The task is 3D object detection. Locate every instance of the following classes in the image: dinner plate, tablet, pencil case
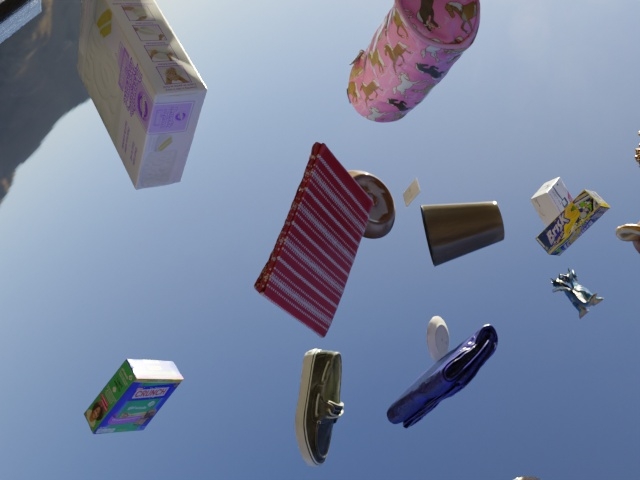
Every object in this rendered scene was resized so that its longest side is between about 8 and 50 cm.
[{"bbox_3d":[0.363,0.301,1.680,0.017,0.141,0.141,-7,-132,38],"label":"dinner plate"},{"bbox_3d":[0.276,-0.146,1.684,0.083,0.006,0.054,126,-37,-49],"label":"tablet"},{"bbox_3d":[0.167,-0.367,1.088,0.386,0.167,0.159,148,-46,-76],"label":"pencil case"}]

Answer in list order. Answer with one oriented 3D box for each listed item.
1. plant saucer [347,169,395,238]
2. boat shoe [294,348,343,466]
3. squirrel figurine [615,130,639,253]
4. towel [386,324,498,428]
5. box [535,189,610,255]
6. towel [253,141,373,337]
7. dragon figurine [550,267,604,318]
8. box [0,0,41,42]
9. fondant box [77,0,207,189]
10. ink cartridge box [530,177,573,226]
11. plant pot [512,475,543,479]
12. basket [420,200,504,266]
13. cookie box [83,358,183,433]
[{"bbox_3d":[0.123,-0.101,1.426,0.036,0.199,0.198,-36,-152,50],"label":"plant saucer"},{"bbox_3d":[0.006,0.481,1.607,0.119,0.121,0.334,-11,-110,32],"label":"boat shoe"},{"bbox_3d":[0.809,-0.066,1.141,0.281,0.396,0.370,-14,179,-10],"label":"squirrel figurine"},{"bbox_3d":[0.306,0.348,1.378,0.228,0.076,0.308,-31,163,-37],"label":"towel"},{"bbox_3d":[0.604,-0.040,1.329,0.168,0.054,0.059,-55,-133,32],"label":"box"},{"bbox_3d":[0.000,0.000,0.908,0.031,0.199,0.274,5,-115,37],"label":"towel"},{"bbox_3d":[0.728,0.144,1.595,0.085,0.289,0.144,-48,-113,16],"label":"dragon figurine"},{"bbox_3d":[-0.667,-0.486,1.127,0.153,0.108,0.207,-47,-153,-13],"label":"box"},{"bbox_3d":[-0.340,-0.296,1.014,0.330,0.096,0.238,57,-38,20],"label":"fondant box"},{"bbox_3d":[0.768,-0.128,1.825,0.063,0.109,0.150,-28,-174,46],"label":"ink cartridge box"},{"bbox_3d":[0.413,0.600,1.115,0.236,0.236,0.032,-56,-157,-16],"label":"plant pot"},{"bbox_3d":[0.447,-0.040,1.740,0.227,0.204,0.154,-13,178,7],"label":"basket"},{"bbox_3d":[-0.265,0.222,0.789,0.040,0.092,0.107,44,-79,32],"label":"cookie box"}]
